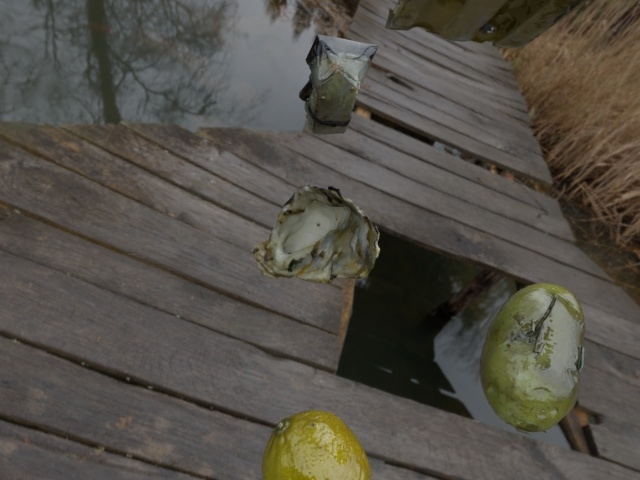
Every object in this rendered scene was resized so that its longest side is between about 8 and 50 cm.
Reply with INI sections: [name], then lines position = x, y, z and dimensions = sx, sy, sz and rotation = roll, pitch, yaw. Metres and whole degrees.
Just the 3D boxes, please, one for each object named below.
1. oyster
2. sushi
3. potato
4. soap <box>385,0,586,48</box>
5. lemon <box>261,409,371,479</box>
[oyster]
position = 0.002, 0.006, 0.658
dimensions = 0.094, 0.166, 0.294
rotation = 17, 1, -35
[sushi]
position = 0.020, -0.277, 0.908
dimensions = 0.134, 0.273, 0.109
rotation = -2, 67, -21
[potato]
position = 0.350, 0.179, 0.712
dimensions = 0.144, 0.169, 0.248
rotation = 13, 54, 38
[soap]
position = 0.132, -0.207, 0.278
dimensions = 0.135, 0.076, 0.233
rotation = 5, 3, -5
[lemon]
position = -0.009, 0.420, 0.803
dimensions = 0.231, 0.192, 0.192
rotation = 51, 41, -6
